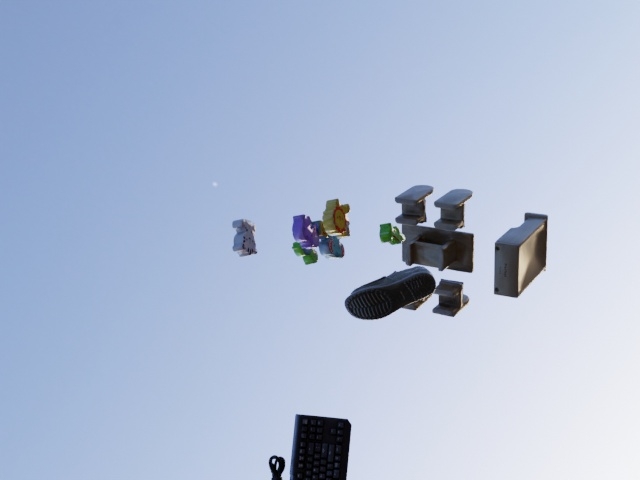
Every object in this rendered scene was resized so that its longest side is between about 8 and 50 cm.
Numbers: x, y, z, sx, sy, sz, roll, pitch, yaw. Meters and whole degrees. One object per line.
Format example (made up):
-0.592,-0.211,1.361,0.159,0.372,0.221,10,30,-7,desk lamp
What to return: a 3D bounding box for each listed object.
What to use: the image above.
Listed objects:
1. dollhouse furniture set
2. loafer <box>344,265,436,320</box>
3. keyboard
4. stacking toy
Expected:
0.267,0.013,1.805,0.161,0.242,0.212,-32,-55,-54,dollhouse furniture set
0.108,0.080,1.532,0.050,0.148,0.056,-64,-45,-66,loafer
-0.019,0.327,1.357,0.023,0.108,0.180,88,-173,-80,keyboard
0.000,0.000,1.422,0.221,0.167,0.052,20,-117,-58,stacking toy
